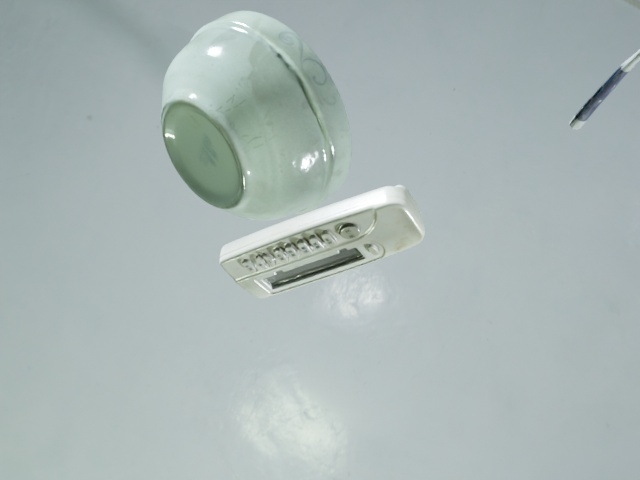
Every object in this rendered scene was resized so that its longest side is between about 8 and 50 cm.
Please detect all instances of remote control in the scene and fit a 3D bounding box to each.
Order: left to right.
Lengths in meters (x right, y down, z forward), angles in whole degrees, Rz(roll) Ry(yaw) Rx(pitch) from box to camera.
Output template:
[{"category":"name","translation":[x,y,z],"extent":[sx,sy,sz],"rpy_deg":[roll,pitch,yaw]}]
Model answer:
[{"category":"remote control","translation":[0.000,0.001,0.665],"extent":[0.230,0.049,0.090],"rpy_deg":[-20,138,22]}]

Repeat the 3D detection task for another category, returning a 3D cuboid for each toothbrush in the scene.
[{"category":"toothbrush","translation":[0.425,-0.237,0.846],"extent":[0.024,0.288,0.026],"rpy_deg":[7,71,1]}]

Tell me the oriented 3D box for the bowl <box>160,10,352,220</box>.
[{"category":"bowl","translation":[-0.115,-0.156,0.853],"extent":[0.307,0.163,0.307],"rpy_deg":[28,138,28]}]
